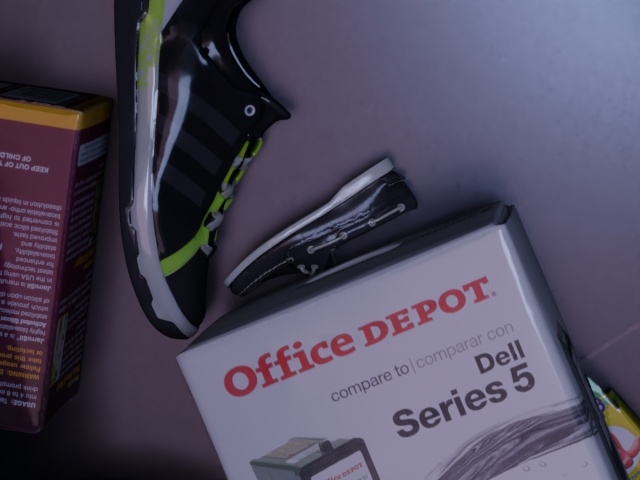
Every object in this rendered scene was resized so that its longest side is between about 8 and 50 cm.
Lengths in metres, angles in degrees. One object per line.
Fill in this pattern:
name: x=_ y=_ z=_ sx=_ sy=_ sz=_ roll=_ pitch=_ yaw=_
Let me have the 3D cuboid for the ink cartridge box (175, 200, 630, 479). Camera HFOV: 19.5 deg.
ink cartridge box: x=0.066 y=0.141 z=1.036 sx=0.198 sy=0.115 sz=0.273 roll=-23 pitch=93 yaw=10

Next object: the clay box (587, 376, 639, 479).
clay box: x=0.180 y=0.192 z=1.116 sx=0.127 sy=0.053 sz=0.222 roll=-39 pitch=93 yaw=10

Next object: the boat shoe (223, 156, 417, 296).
boat shoe: x=0.000 y=0.000 z=1.105 sx=0.125 sy=0.046 sz=0.038 roll=-35 pitch=90 yaw=0

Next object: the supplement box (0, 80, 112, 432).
supplement box: x=-0.179 y=0.006 z=1.086 sx=0.080 sy=0.104 sz=0.188 roll=9 pitch=99 yaw=3

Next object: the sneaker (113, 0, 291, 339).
sneaker: x=-0.066 y=-0.057 z=1.080 sx=0.097 sy=0.084 sz=0.235 roll=-2 pitch=98 yaw=3
